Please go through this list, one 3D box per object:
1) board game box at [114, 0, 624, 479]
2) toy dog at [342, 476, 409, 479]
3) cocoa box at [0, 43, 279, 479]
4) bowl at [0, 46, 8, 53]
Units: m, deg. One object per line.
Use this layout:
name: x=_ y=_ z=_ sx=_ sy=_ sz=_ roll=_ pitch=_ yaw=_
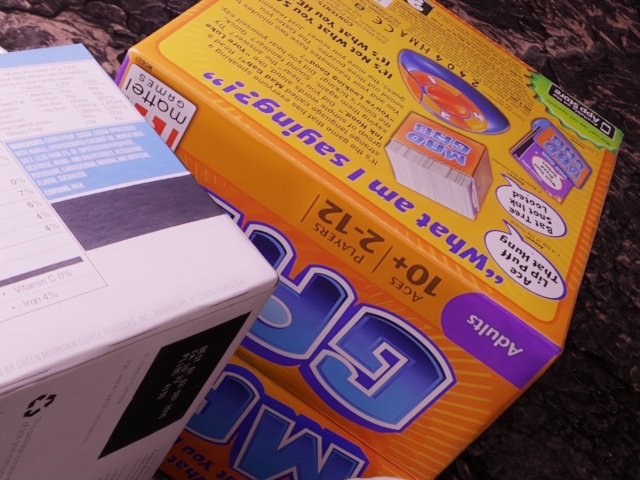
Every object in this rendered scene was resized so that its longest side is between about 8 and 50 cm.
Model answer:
board game box: x=0.000 y=0.000 z=0.912 sx=0.357 sy=0.356 sz=0.356 roll=35 pitch=37 yaw=1
toy dog: x=0.060 y=0.320 z=0.622 sx=0.396 sy=0.284 sz=0.408 roll=31 pitch=36 yaw=-8
cocoa box: x=-0.235 y=0.080 z=0.658 sx=0.231 sy=0.347 sz=0.228 roll=-20 pitch=62 yaw=-46
bowl: x=-0.356 y=-0.106 z=0.947 sx=0.298 sy=0.134 sz=0.297 roll=21 pitch=39 yaw=-18
